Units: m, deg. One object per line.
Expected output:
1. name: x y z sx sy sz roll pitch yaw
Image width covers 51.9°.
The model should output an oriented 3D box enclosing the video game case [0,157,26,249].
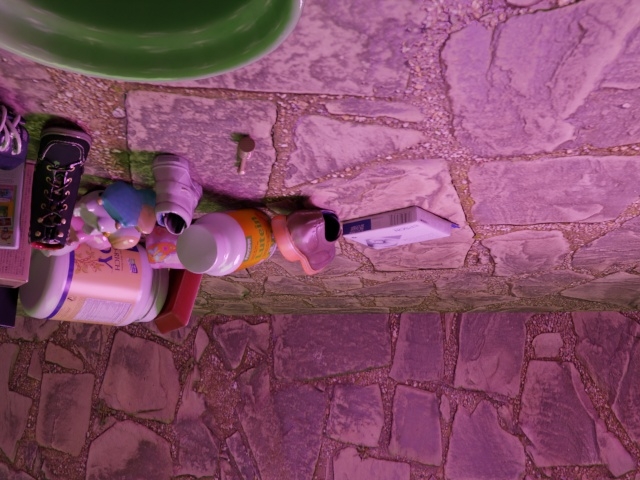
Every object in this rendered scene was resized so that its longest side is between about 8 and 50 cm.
1. video game case: -0.621 -0.086 1.122 0.212 0.193 0.023 3 173 -13

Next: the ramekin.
1. ramekin: -0.160 -0.261 0.515 0.303 0.148 0.303 0 166 0

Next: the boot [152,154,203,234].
1. boot: -0.293 -0.070 1.322 0.095 0.123 0.258 1 166 -1

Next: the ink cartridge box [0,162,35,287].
1. ink cartridge box: -0.638 -0.041 1.218 0.193 0.235 0.088 13 161 -38

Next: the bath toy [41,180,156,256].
1. bath toy: -0.505 -0.039 1.473 0.348 0.151 0.129 -13 -156 38

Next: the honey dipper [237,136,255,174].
1. honey dipper: -0.141 -0.148 1.206 0.030 0.031 0.161 3 168 -11

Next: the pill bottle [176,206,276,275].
1. pill bottle: -0.204 0.003 1.440 0.136 0.136 0.245 -6 -175 23

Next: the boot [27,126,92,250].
1. boot: -0.457 -0.086 1.149 0.085 0.179 0.236 8 165 -27

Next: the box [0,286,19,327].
1. box: -0.878 0.091 1.687 0.184 0.261 0.103 0 166 5

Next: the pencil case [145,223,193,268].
1. pencil case: -0.296 0.011 1.667 0.284 0.124 0.124 -2 166 7

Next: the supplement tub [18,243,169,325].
1. supplement tub: -0.606 0.104 1.778 0.331 0.241 0.241 13 161 -43

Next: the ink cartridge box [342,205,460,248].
1. ink cartridge box: 0.206 -0.022 1.662 0.223 0.045 0.224 -12 162 39

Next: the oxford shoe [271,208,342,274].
1. oxford shoe: 0.000 0.000 1.605 0.132 0.130 0.363 -20 170 11

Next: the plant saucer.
1. plant saucer: -0.393 0.122 1.843 0.047 0.259 0.259 22 158 -21

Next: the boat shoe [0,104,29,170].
1. boat shoe: -0.495 -0.178 0.950 0.158 0.127 0.340 2 175 -35
